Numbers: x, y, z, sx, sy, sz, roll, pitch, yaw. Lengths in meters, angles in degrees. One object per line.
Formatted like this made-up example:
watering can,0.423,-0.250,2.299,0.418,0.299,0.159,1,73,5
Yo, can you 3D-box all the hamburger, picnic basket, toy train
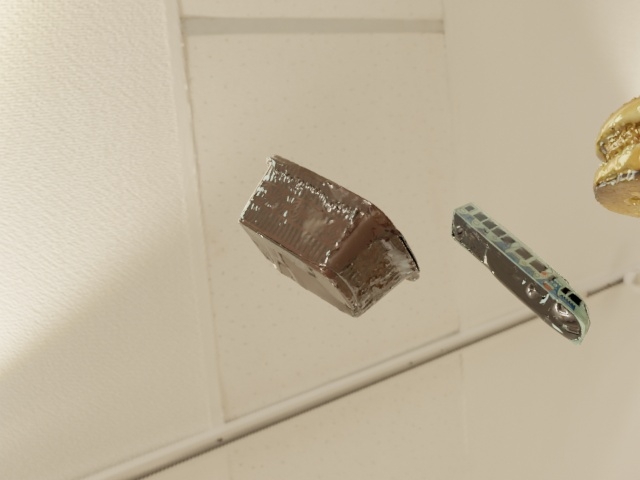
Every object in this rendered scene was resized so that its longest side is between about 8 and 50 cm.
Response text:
hamburger,0.386,-0.083,0.801,0.191,0.182,0.117,21,-103,-27
picnic basket,0.000,0.000,1.214,0.129,0.297,0.222,-49,-41,-14
toy train,0.220,0.034,0.839,0.047,0.207,0.043,-23,-42,-22
